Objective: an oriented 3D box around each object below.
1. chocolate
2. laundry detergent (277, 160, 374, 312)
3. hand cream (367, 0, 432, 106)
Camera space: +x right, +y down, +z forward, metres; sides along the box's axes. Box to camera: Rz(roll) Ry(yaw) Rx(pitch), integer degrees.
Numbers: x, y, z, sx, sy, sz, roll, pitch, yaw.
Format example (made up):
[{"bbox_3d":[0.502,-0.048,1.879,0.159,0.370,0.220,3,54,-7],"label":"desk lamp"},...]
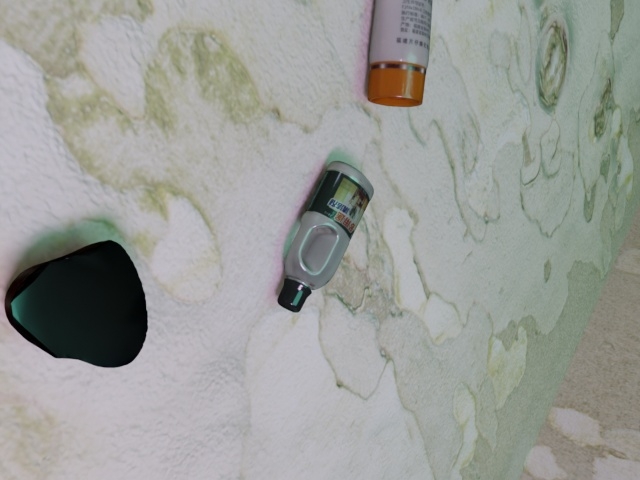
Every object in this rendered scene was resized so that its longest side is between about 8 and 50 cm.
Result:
[{"bbox_3d":[-0.251,0.057,0.675,0.149,0.080,0.125,25,70,-46],"label":"chocolate"},{"bbox_3d":[0.000,0.000,0.984,0.225,0.070,0.099,-62,149,-15],"label":"laundry detergent"},{"bbox_3d":[0.127,-0.365,1.011,0.140,0.089,0.314,7,92,-54],"label":"hand cream"}]
